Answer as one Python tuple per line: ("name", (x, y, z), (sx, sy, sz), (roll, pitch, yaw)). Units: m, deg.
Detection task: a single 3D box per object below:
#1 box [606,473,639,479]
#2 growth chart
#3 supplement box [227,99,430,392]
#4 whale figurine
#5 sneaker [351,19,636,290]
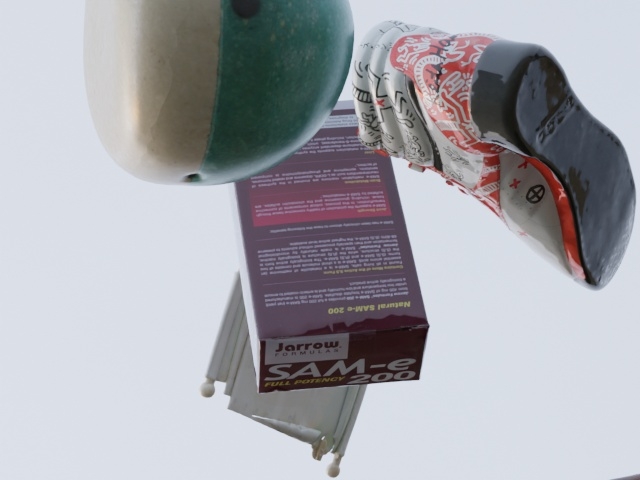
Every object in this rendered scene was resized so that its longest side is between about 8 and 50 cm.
("box", (0.364, 0.253, 1.382), (0.143, 0.191, 0.381), (28, -34, -37))
("growth chart", (-0.025, 0.121, 1.901), (0.237, 0.021, 0.172), (35, -108, -41))
("supplement box", (0.000, 0.000, 1.474), (0.130, 0.239, 0.073), (-4, -41, -6))
("whale figurine", (-0.054, -0.165, 1.050), (0.141, 0.272, 0.216), (2, -15, -15))
("sneaker", (0.118, -0.062, 1.303), (0.090, 0.145, 0.270), (-64, -34, -16))
